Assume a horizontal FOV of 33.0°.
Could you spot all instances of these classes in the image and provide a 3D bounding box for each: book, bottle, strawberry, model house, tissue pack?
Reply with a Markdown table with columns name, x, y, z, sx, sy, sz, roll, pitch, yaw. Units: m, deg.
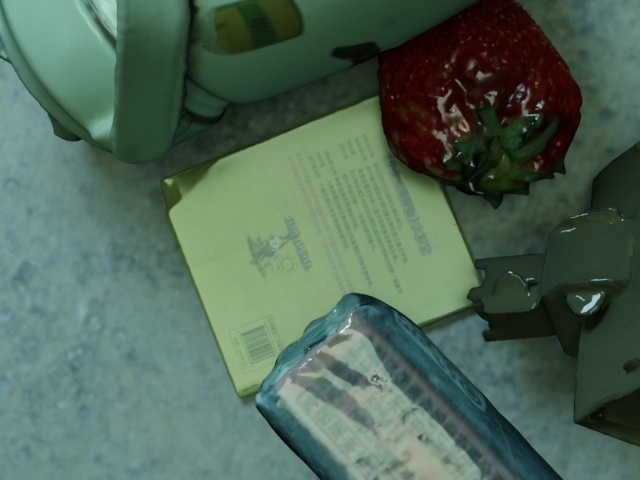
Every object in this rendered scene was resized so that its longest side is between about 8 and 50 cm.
| name | x | y | z | sx | sy | sz | roll | pitch | yaw |
| --- | --- | --- | --- | --- | --- | --- | --- | --- | --- |
| book | 0.000 | 0.000 | 0.766 | 0.192 | 0.013 | 0.168 | -21 | 87 | 2 |
| bottle | -0.058 | -0.183 | 0.652 | 0.352 | 0.229 | 0.229 | -27 | 86 | 19 |
| strawberry | 0.098 | -0.101 | 0.720 | 0.131 | 0.131 | 0.148 | -27 | 54 | 2 |
| model house | 0.222 | 0.043 | 0.676 | 0.243 | 0.204 | 0.211 | -6 | 43 | 24 |
| tissue pack | 0.100 | 0.169 | 0.639 | 0.103 | 0.228 | 0.315 | -42 | 89 | 1 |
